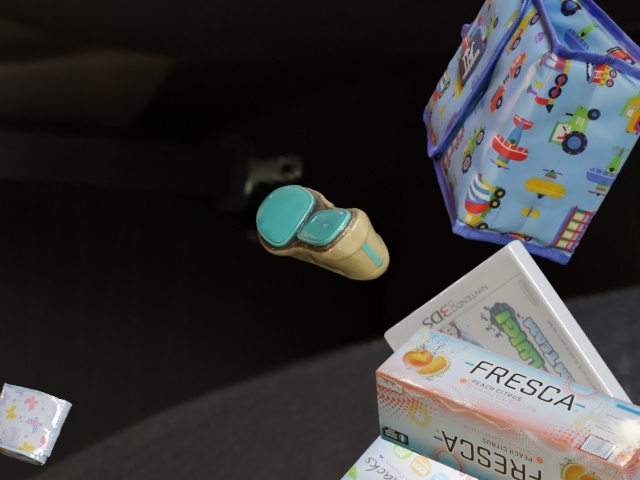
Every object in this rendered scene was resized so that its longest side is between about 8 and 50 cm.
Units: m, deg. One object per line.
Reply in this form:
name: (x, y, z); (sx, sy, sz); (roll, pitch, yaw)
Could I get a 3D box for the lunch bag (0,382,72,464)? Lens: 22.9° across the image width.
lunch bag: (-0.300, 0.194, 1.636); (0.083, 0.053, 0.071); (6, 68, 37)

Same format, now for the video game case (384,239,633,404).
video game case: (0.133, 0.098, 1.106); (0.143, 0.019, 0.157); (-39, 82, 42)

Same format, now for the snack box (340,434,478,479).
snack box: (0.089, 0.220, 1.468); (0.141, 0.100, 0.037); (-46, -11, -15)

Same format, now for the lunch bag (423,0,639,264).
lunch bag: (0.204, -0.155, 1.619); (0.293, 0.138, 0.221); (-109, 40, -55)

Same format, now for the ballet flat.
ballet flat: (0.000, 0.000, 1.566); (0.080, 0.073, 0.232); (-51, 22, -5)

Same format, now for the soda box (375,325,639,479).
soda box: (0.125, 0.119, 1.000); (0.183, 0.058, 0.063); (20, 131, 33)
